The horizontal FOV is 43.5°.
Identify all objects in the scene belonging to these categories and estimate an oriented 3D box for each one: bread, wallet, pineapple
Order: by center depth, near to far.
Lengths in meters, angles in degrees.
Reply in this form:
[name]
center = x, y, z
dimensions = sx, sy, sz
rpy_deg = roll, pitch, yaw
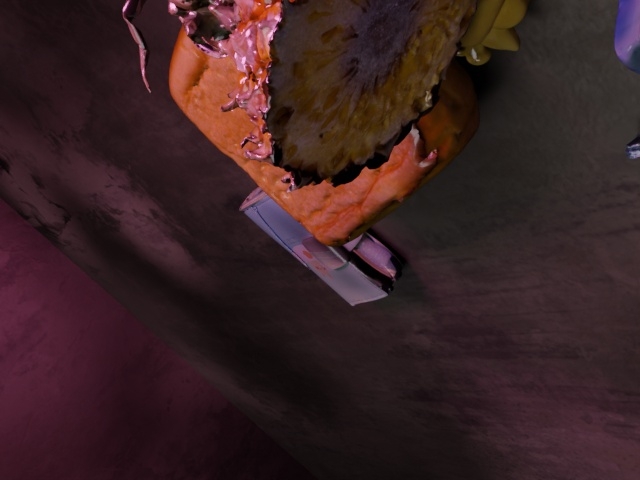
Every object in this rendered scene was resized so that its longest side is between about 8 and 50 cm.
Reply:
[pineapple]
center = -0.044, -0.211, 0.664
dimensions = 0.272, 0.262, 0.262
rpy_deg = 37, 157, 30
[bread]
center = -0.004, -0.174, 0.914
dimensions = 0.328, 0.148, 0.337
rpy_deg = 43, 150, -1
[wallet]
center = 0.000, 0.000, 1.268
dimensions = 0.250, 0.075, 0.176
rpy_deg = 41, 157, -12

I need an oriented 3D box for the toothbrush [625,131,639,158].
[toothbrush]
center = 0.434, -0.098, 0.642
dimensions = 0.386, 0.040, 0.040
rpy_deg = -2, 135, 47

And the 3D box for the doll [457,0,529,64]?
[doll]
center = 0.146, -0.260, 0.655
dimensions = 0.117, 0.086, 0.291
rpy_deg = 20, 149, 9

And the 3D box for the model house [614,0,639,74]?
[model house]
center = 0.328, -0.178, 0.471
dimensions = 0.295, 0.251, 0.329
rpy_deg = 4, 169, 12
